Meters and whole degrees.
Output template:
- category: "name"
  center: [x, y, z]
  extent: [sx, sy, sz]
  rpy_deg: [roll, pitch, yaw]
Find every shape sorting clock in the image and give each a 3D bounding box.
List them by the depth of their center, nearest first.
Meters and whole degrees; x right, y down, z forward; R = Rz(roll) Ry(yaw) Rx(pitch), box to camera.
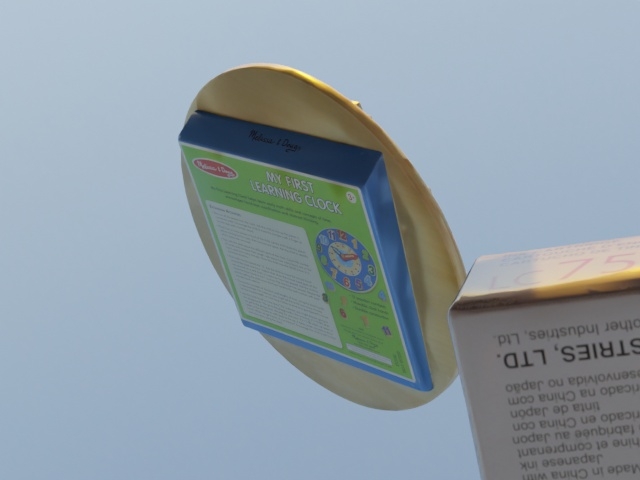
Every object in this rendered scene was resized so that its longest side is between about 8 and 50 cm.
- category: "shape sorting clock"
  center: [0.000, 0.000, 0.795]
  extent: [0.206, 0.206, 0.040]
  rpy_deg: [22, -132, 40]

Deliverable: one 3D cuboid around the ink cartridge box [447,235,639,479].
- category: "ink cartridge box"
  center: [0.161, 0.146, 0.471]
  extent: [0.186, 0.311, 0.065]
  rpy_deg: [-8, -168, 17]
